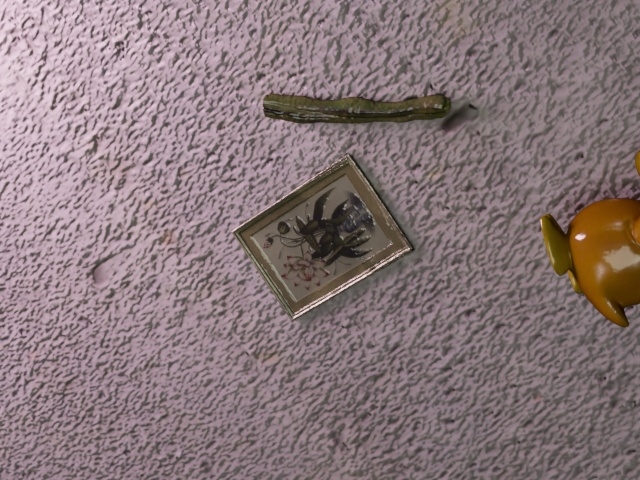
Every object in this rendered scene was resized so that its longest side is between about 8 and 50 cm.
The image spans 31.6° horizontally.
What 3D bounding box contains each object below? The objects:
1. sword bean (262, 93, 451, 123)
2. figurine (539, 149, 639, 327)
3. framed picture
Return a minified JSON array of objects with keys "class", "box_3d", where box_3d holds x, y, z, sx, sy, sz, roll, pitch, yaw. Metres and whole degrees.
[{"class":"sword bean","box_3d":[0.050,-0.186,1.591,0.269,0.038,0.043,2,132,16]},{"class":"figurine","box_3d":[0.419,0.002,1.455,0.228,0.215,0.215,-40,92,12]},{"class":"framed picture","box_3d":[0.000,0.000,1.678,0.231,0.010,0.173,-33,95,23]}]
